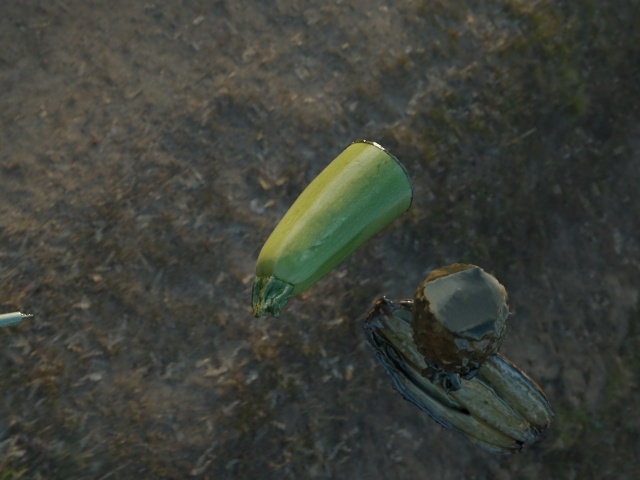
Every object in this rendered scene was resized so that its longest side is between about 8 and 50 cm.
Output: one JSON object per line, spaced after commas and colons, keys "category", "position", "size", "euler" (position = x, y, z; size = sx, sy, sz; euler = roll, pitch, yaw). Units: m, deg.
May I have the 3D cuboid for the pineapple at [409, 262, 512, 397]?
{"category": "pineapple", "position": [0.143, 0.107, 1.097], "size": [0.108, 0.198, 0.108], "euler": [0, 57, 1]}

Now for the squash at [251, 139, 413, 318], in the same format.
{"category": "squash", "position": [0.000, 0.000, 1.024], "size": [0.094, 0.094, 0.224], "euler": [49, 57, -10]}

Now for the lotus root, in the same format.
{"category": "lotus root", "position": [0.203, 0.192, 1.582], "size": [0.329, 0.167, 0.078], "euler": [42, 28, -11]}

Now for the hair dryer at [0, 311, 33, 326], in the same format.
{"category": "hair dryer", "position": [-0.460, 0.118, 1.444], "size": [0.124, 0.038, 0.063], "euler": [-7, 30, -31]}
